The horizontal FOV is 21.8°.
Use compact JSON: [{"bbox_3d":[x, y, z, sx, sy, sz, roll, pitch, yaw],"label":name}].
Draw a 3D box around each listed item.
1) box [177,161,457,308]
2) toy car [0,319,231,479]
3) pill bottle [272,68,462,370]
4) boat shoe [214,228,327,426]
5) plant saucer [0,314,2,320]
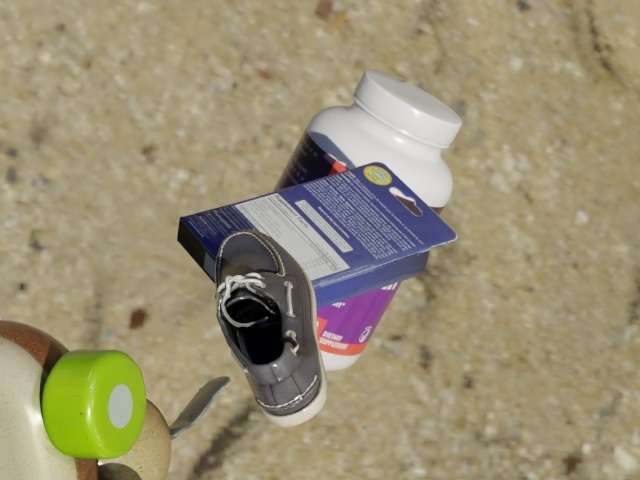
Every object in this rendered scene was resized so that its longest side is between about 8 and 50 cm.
[{"bbox_3d":[0.000,0.000,1.515,0.136,0.225,0.036,46,142,38],"label":"box"},{"bbox_3d":[-0.128,0.098,0.870,0.155,0.188,0.149,-1,103,26],"label":"toy car"},{"bbox_3d":[0.030,-0.024,1.887,0.181,0.181,0.323,41,111,37],"label":"pill bottle"},{"bbox_3d":[-0.044,0.049,1.262,0.075,0.065,0.206,-25,41,5],"label":"boat shoe"},{"bbox_3d":[-0.557,0.132,2.069,0.084,0.332,0.332,-14,72,49],"label":"plant saucer"}]
